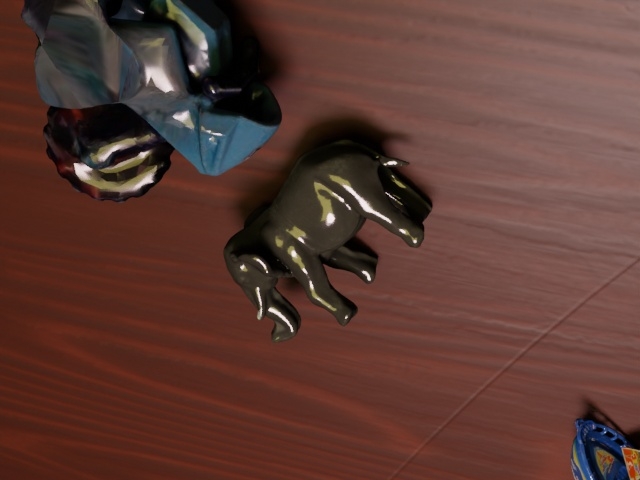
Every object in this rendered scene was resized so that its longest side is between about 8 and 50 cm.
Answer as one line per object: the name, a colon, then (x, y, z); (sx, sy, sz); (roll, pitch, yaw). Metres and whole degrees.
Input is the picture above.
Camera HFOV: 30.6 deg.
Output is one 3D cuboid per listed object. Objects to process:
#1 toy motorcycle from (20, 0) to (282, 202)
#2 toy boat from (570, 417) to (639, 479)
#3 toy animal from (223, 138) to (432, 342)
toy motorcycle: (-0.146, -0.222, 1.068); (0.232, 0.172, 0.416); (7, 114, 10)
toy boat: (0.326, 0.247, 1.206); (0.175, 0.091, 0.110); (50, 143, -7)
toy animal: (-0.001, -0.001, 1.179); (0.146, 0.114, 0.245); (34, 105, -10)
